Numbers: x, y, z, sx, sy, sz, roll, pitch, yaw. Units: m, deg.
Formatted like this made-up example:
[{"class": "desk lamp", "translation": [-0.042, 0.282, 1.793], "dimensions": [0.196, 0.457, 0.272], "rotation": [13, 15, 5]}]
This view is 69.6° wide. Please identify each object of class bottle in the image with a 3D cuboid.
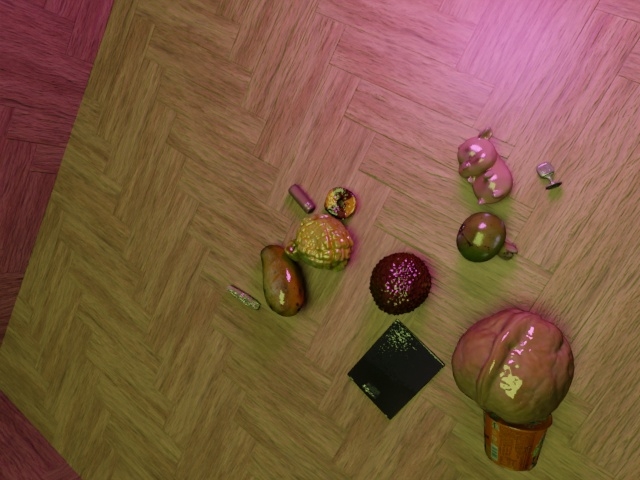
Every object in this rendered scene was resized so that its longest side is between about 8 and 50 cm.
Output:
[{"class": "bottle", "translation": [-0.081, -0.179, 1.989], "dimensions": [0.053, 0.053, 0.140], "rotation": [-45, 74, 20]}]

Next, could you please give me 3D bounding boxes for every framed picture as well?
[{"class": "framed picture", "translation": [0.297, 0.524, 1.866], "dimensions": [0.255, 0.014, 0.338], "rotation": [43, 108, 18]}]

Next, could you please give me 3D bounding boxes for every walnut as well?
[{"class": "walnut", "translation": [0.631, 0.407, 1.523], "dimensions": [0.381, 0.381, 0.381], "rotation": [1, 93, 25]}]

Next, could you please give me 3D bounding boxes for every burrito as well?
[{"class": "burrito", "translation": [-0.361, 0.267, 2.146], "dimensions": [0.186, 0.041, 0.045], "rotation": [27, 94, 19]}]

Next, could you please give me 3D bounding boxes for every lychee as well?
[{"class": "lychee", "translation": [0.296, 0.168, 1.726], "dimensions": [0.236, 0.271, 0.235], "rotation": [12, 125, 18]}]

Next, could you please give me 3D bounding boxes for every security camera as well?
[{"class": "security camera", "translation": [0.788, -0.226, 1.590], "dimensions": [0.058, 0.058, 0.092], "rotation": [-23, 70, 24]}]

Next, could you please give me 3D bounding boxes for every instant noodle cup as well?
[{"class": "instant noodle cup", "translation": [0.669, 0.664, 1.594], "dimensions": [0.230, 0.230, 0.182], "rotation": [7, 104, 25]}]

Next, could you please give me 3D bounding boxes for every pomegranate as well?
[{"class": "pomegranate", "translation": [0.591, -0.012, 1.627], "dimensions": [0.211, 0.179, 0.179], "rotation": [-1, 92, 5]}]

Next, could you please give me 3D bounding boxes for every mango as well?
[{"class": "mango", "translation": [-0.166, 0.169, 1.994], "dimensions": [0.177, 0.175, 0.329], "rotation": [-9, 69, 3]}]

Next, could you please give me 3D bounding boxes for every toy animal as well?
[{"class": "toy animal", "translation": [0.578, -0.252, 1.623], "dimensions": [0.166, 0.154, 0.250], "rotation": [-27, 85, 46]}]

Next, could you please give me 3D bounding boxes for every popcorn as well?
[{"class": "popcorn", "translation": [0.000, 0.000, 1.896], "dimensions": [0.286, 0.174, 0.225], "rotation": [16, 91, 32]}]

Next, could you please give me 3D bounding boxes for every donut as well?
[{"class": "donut", "translation": [0.087, -0.153, 1.908], "dimensions": [0.141, 0.059, 0.140], "rotation": [1, 92, 26]}]
